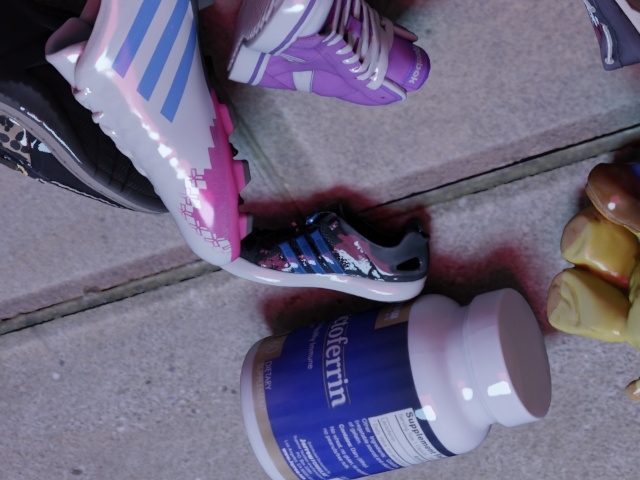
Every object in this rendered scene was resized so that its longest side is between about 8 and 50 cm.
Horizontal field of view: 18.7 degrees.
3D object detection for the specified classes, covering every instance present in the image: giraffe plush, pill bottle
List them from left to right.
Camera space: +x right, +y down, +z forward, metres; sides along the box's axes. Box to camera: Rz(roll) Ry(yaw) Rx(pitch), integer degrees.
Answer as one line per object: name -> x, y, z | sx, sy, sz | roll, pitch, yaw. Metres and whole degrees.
pill bottle -> 0.071, 0.136, 1.820 | 0.264, 0.153, 0.153 | -16, 125, 23
giraffe plush -> 0.328, 0.046, 1.702 | 0.170, 0.210, 0.181 | 9, 125, -42

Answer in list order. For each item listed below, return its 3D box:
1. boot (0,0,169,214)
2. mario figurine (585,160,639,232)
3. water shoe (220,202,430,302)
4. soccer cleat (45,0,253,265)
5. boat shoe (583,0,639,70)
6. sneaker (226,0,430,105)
boot -> -0.324, -0.113, 1.699 | 0.284, 0.138, 0.377 | -13, 152, 38
mario figurine -> 0.345, -0.114, 1.507 | 0.198, 0.170, 0.320 | 38, 107, -11
water shoe -> 0.000, 0.000, 1.788 | 0.203, 0.073, 0.080 | 9, 109, -1
soccer cleat -> -0.149, -0.125, 1.620 | 0.143, 0.116, 0.331 | -14, 114, -9
boat shoe -> 0.203, -0.212, 1.551 | 0.065, 0.075, 0.206 | -27, 124, 26
sneaker -> 0.020, -0.173, 1.546 | 0.161, 0.102, 0.282 | 15, 174, -6
